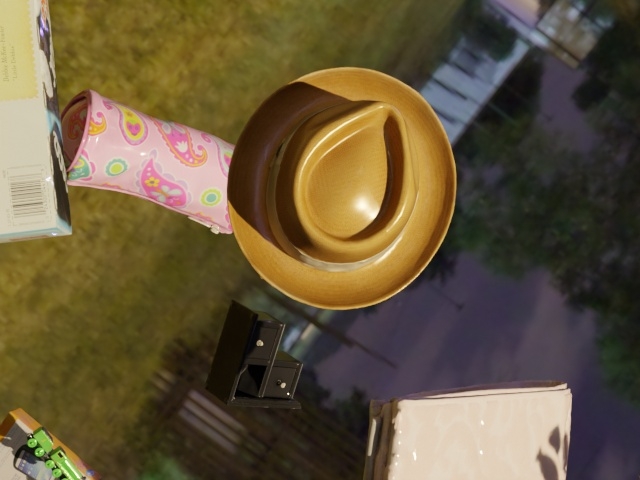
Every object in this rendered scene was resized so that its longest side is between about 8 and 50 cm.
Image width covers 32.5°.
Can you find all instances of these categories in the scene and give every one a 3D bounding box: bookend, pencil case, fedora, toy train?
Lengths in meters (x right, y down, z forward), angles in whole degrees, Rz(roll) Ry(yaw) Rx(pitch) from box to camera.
[{"bbox_3d":[-0.089,0.189,1.802,0.072,0.157,0.156,25,-80,48],"label":"bookend"},{"bbox_3d":[-0.198,-0.094,1.398,0.124,0.284,0.124,-27,-127,44],"label":"pencil case"},{"bbox_3d":[0.022,-0.045,0.833,0.194,0.194,0.079,-54,-176,-11],"label":"fedora"},{"bbox_3d":[-0.264,0.221,1.104,0.023,0.083,0.017,-35,-160,-6],"label":"toy train"}]

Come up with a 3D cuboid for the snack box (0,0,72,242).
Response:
[{"bbox_3d":[-0.322,-0.154,0.925,0.060,0.187,0.322,98,-15,-85],"label":"snack box"}]

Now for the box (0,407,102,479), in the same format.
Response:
[{"bbox_3d":[-0.299,0.254,1.179,0.081,0.136,0.028,-52,175,10],"label":"box"}]

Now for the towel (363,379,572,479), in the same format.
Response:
[{"bbox_3d":[0.137,0.302,1.045,0.053,0.317,0.332,7,-90,42],"label":"towel"}]

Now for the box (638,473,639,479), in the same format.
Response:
[{"bbox_3d":[0.590,0.359,1.619,0.207,0.114,0.036,-26,-170,15],"label":"box"}]

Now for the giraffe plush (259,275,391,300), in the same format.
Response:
[{"bbox_3d":[0.000,0.000,1.584,0.210,0.170,0.181,-167,-107,-65],"label":"giraffe plush"}]
